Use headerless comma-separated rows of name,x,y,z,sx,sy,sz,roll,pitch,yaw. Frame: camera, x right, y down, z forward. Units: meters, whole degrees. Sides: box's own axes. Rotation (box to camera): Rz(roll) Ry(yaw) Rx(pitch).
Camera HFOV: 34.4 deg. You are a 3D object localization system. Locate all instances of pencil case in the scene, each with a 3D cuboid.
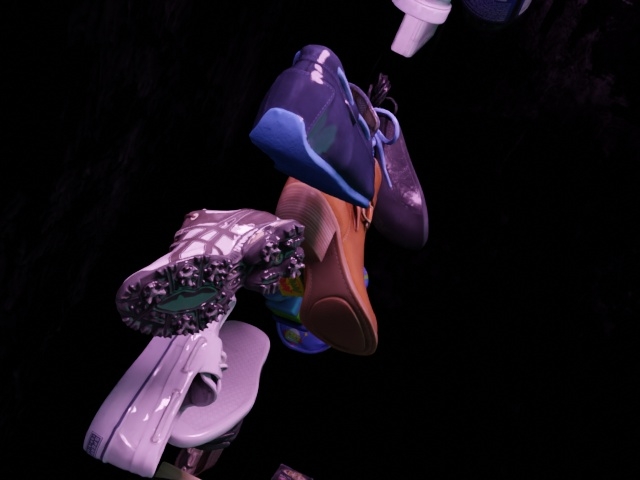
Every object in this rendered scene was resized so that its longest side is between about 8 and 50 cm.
pencil case,0.011,0.114,2.045,0.133,0.119,0.306,-47,-179,23

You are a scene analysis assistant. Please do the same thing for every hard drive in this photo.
hard drive,0.208,-0.451,1.626,0.308,0.040,0.203,-65,174,28

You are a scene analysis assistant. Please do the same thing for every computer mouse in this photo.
computer mouse,0.093,-0.102,1.599,0.188,0.072,0.272,103,-26,-59

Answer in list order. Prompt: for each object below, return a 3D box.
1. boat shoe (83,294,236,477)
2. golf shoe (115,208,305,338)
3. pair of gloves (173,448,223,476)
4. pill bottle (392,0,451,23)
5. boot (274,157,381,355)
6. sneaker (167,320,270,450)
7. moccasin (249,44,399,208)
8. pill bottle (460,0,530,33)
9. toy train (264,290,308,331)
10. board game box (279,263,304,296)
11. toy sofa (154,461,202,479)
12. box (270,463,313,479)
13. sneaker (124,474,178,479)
boat shoe,-0.139,0.137,1.055,0.258,0.084,0.095,-57,172,-41
golf shoe,-0.107,0.022,0.903,0.198,0.094,0.077,-19,129,-42
pair of gloves,-0.163,0.271,1.655,0.240,0.042,0.204,-65,170,2
pill bottle,0.155,-0.364,1.259,0.184,0.103,0.103,-66,173,30
boot,0.031,0.000,1.405,0.283,0.109,0.220,57,40,-34
sneaker,-0.141,0.221,1.299,0.296,0.104,0.147,-58,169,-70
moccasin,0.021,-0.111,1.090,0.342,0.137,0.117,53,60,-84
pill bottle,0.285,-0.417,1.643,0.123,0.122,0.219,-61,175,-12
toy train,-0.012,0.003,1.572,0.248,0.105,0.143,-66,158,-13
board game box,-0.013,-0.015,1.454,0.181,0.043,0.092,-57,138,-41
toy sofa,-0.227,0.500,1.591,0.177,0.150,0.363,-60,174,-33
box,-0.110,0.517,1.617,0.295,0.073,0.293,29,84,-86
sneaker,-0.204,0.371,1.172,0.330,0.129,0.147,13,83,-83
